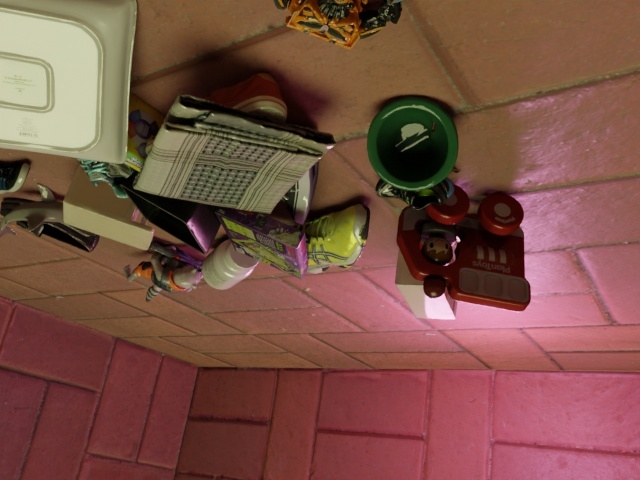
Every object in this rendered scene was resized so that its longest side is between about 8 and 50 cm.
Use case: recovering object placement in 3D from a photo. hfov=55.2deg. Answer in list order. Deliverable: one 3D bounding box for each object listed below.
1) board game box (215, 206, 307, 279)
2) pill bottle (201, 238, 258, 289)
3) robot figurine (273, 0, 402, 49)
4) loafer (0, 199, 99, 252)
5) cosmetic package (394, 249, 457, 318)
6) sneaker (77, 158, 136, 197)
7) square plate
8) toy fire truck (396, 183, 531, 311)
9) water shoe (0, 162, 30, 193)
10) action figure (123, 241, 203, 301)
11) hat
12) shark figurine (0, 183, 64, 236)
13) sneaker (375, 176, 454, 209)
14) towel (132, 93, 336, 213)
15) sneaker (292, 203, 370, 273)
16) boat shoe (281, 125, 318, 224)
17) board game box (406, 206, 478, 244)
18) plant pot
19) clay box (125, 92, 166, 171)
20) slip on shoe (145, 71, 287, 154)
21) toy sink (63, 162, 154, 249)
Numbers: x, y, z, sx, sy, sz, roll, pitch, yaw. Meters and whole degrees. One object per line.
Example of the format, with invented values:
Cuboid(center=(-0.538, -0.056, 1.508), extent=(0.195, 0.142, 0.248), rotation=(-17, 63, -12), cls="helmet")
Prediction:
Cuboid(center=(-0.134, 0.005, 1.520), extent=(0.208, 0.056, 0.347), rotation=(28, 166, 7), cls="board game box")
Cuboid(center=(-0.275, 0.066, 1.899), extent=(0.131, 0.131, 0.229), rotation=(19, 155, -22), cls="pill bottle")
Cuboid(center=(0.038, -0.368, 0.825), extent=(0.211, 0.085, 0.291), rotation=(16, 156, -14), cls="robot figurine")
Cuboid(center=(-0.835, -0.044, 1.887), extent=(0.303, 0.095, 0.109), rotation=(16, 156, -17), cls="loafer")
Cuboid(center=(0.316, 0.114, 1.775), extent=(0.129, 0.153, 0.296), rotation=(1, 157, 21), cls="cosmetic package")
Cuboid(center=(-0.492, -0.193, 1.379), extent=(0.110, 0.122, 0.283), rotation=(-1, 155, 23), cls="sneaker")
Cuboid(center=(-0.504, -0.278, 1.044), extent=(0.348, 0.049, 0.344), rotation=(6, 132, -16), cls="square plate")
Cuboid(center=(0.325, 0.025, 1.395), extent=(0.302, 0.253, 0.169), rotation=(10, 146, -1), cls="toy fire truck")
Cuboid(center=(-0.848, -0.170, 1.627), extent=(0.203, 0.072, 0.080), rotation=(-13, 147, 40), cls="water shoe")
Cuboid(center=(-0.482, 0.137, 2.097), extent=(0.341, 0.178, 0.330), rotation=(25, 162, -30), cls="action figure")
Cuboid(center=(0.191, -0.203, 1.239), extent=(0.173, 0.183, 0.208), rotation=(-4, 113, 13), cls="hat")
Cuboid(center=(-0.840, -0.053, 1.757), extent=(0.279, 0.116, 0.166), rotation=(-15, 138, 4), cls="shark figurine")
Cuboid(center=(0.198, -0.110, 1.350), extent=(0.188, 0.078, 0.067), rotation=(7, 138, 37), cls="sneaker")
Cuboid(center=(-0.175, -0.143, 1.182), extent=(0.312, 0.056, 0.324), rotation=(11, 152, -25), cls="towel")
Cuboid(center=(0.000, 0.000, 1.631), extent=(0.147, 0.145, 0.385), rotation=(18, 154, -22), cls="sneaker")
Cuboid(center=(-0.067, -0.143, 1.362), extent=(0.105, 0.113, 0.306), rotation=(13, 155, 6), cls="boat shoe")
Cuboid(center=(0.354, -0.028, 1.584), extent=(0.282, 0.027, 0.145), rotation=(7, 158, 4), cls="board game box")
Cuboid(center=(-0.313, -0.108, 1.416), extent=(0.188, 0.167, 0.188), rotation=(28, 162, 16), cls="plant pot")
Cuboid(center=(-0.389, -0.227, 1.258), extent=(0.053, 0.127, 0.222), rotation=(-10, 152, 35), cls="clay box")
Cuboid(center=(-0.205, -0.225, 1.185), extent=(0.332, 0.101, 0.123), rotation=(-19, 153, 31), cls="slip on shoe")
Cuboid(center=(-0.547, -0.090, 1.634), extent=(0.234, 0.131, 0.153), rotation=(20, 155, -14), cls="toy sink")
